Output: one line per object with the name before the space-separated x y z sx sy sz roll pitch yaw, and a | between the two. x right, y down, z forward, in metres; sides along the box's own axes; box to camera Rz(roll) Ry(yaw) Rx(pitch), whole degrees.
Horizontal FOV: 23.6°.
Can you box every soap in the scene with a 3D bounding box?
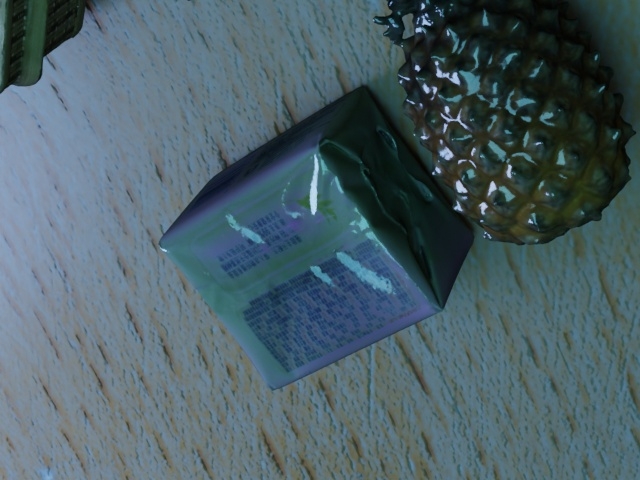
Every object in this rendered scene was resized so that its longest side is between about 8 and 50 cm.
soap | 0.000 0.000 1.337 0.199 0.138 0.182 -29 105 29

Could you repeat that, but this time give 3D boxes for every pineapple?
pineapple | 0.110 -0.169 1.193 0.175 0.175 0.361 -25 109 28

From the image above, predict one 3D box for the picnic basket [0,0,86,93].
picnic basket | -0.343 -0.279 1.274 0.312 0.175 0.228 19 123 11
